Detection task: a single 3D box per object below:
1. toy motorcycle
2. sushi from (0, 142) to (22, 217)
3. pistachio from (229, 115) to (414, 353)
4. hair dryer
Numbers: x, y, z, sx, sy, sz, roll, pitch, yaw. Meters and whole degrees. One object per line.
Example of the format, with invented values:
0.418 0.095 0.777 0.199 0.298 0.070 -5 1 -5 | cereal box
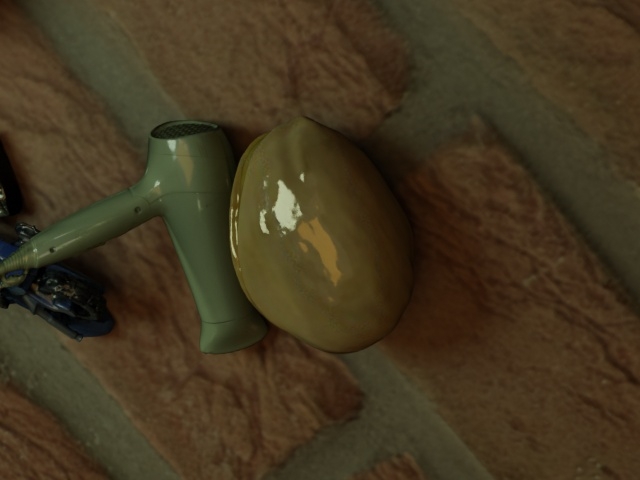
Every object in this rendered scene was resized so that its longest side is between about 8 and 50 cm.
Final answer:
-0.280 0.028 1.306 0.205 0.114 0.076 23 74 3 | toy motorcycle
-0.303 -0.054 1.315 0.046 0.044 0.083 -15 100 17 | sushi
0.000 0.000 1.210 0.145 0.117 0.200 -29 103 -16 | pistachio
-0.170 0.022 1.240 0.237 0.075 0.206 -17 110 -19 | hair dryer
